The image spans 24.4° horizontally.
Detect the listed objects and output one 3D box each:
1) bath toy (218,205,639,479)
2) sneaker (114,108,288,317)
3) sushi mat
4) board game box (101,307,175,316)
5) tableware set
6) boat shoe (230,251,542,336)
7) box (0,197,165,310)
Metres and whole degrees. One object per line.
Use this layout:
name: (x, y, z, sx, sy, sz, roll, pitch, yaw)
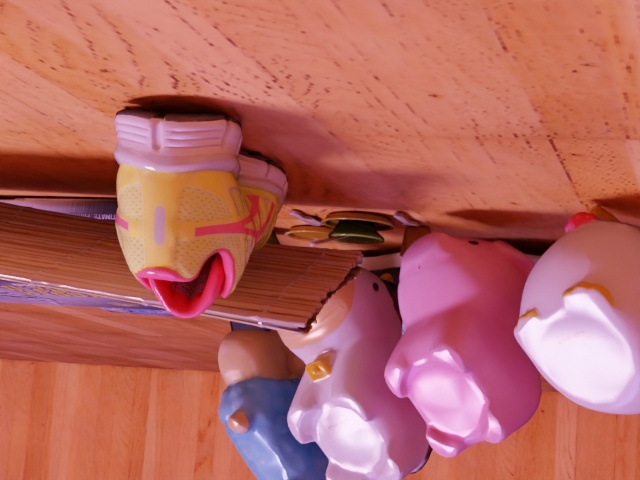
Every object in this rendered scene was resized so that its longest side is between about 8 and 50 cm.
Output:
bath toy: (0.084, 0.061, 0.938, 0.348, 0.151, 0.129, -22, -169, 42)
sneaker: (-0.068, -0.005, 0.777, 0.081, 0.094, 0.208, 1, 172, 10)
sushi mat: (-0.142, 0.006, 0.881, 0.316, 0.019, 0.151, 9, -164, 10)
board game box: (-0.184, 0.064, 1.527, 0.090, 0.020, 0.090, 3, 170, 10)
tableware set: (0.000, 0.000, 1.007, 0.154, 0.024, 0.104, 1, 171, 20)
boat shoe: (0.064, 0.067, 1.112, 0.340, 0.113, 0.127, -1, 170, 32)
box: (-0.189, 0.012, 1.071, 0.231, 0.056, 0.183, 2, 171, 16)
